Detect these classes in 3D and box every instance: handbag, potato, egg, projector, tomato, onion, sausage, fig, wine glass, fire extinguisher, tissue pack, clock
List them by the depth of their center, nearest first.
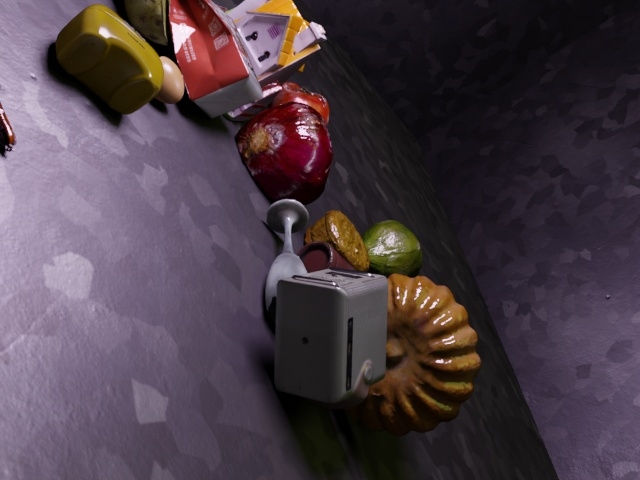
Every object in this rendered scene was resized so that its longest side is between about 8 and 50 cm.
[{"bbox_3d":[-0.462,-0.207,0.959,0.198,0.025,0.028,64,-12,12],"label":"sausage"},{"bbox_3d":[-0.365,-0.321,1.214,0.178,0.123,0.127,41,25,-40],"label":"tissue pack"},{"bbox_3d":[0.020,0.176,1.252,0.177,0.164,0.242,-6,99,-55],"label":"projector"},{"bbox_3d":[-0.317,-0.322,1.401,0.096,0.080,0.080,57,19,-15],"label":"egg"},{"bbox_3d":[0.000,0.000,1.416,0.096,0.264,0.309,46,23,-32],"label":"wine glass"},{"bbox_3d":[-0.385,-0.560,1.527,0.160,0.111,0.271,95,-7,-58],"label":"potato"},{"bbox_3d":[-0.250,-0.444,1.551,0.171,0.151,0.297,38,31,-82],"label":"handbag"},{"bbox_3d":[0.061,0.135,1.627,0.344,0.102,0.137,44,53,-48],"label":"fire extinguisher"},{"bbox_3d":[-0.062,-0.209,1.683,0.216,0.207,0.206,19,40,-53],"label":"onion"},{"bbox_3d":[-0.143,-0.474,1.707,0.235,0.310,0.166,60,20,3],"label":"clock"},{"bbox_3d":[0.159,0.050,1.921,0.235,0.203,0.203,-15,73,-42],"label":"fig"},{"bbox_3d":[-0.064,-0.360,1.959,0.187,0.151,0.187,11,23,-5],"label":"tomato"}]

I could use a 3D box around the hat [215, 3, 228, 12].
[{"bbox_3d":[-0.221,-0.563,1.955,0.236,0.107,0.286,68,24,-3],"label":"hat"}]

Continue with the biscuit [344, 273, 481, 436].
[{"bbox_3d":[0.150,0.219,1.365,0.325,0.326,0.107,67,14,22],"label":"biscuit"}]

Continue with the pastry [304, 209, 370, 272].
[{"bbox_3d":[0.045,0.022,1.738,0.188,0.103,0.188,49,22,-27],"label":"pastry"}]
